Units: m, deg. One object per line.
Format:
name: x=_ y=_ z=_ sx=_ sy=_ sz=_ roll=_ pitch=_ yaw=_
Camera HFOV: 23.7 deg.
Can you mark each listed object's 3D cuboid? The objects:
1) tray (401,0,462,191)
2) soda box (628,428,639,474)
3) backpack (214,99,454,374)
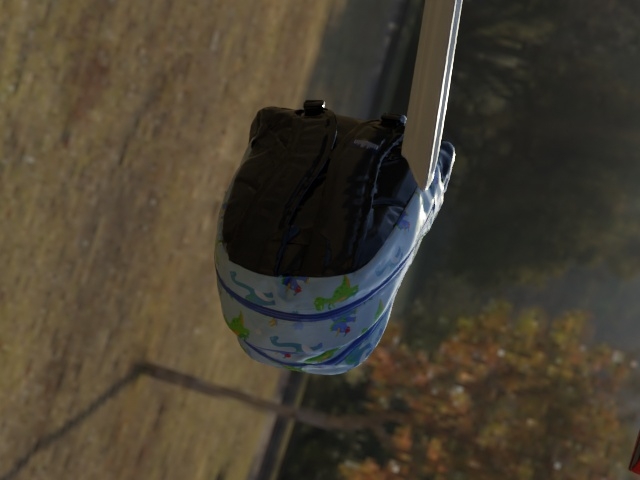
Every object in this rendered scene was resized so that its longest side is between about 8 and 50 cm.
tray: x=0.104 y=-0.182 z=1.345 sx=0.145 sy=0.030 sz=0.270 roll=-49 pitch=148 yaw=-81
soda box: x=0.297 y=0.066 z=1.046 sx=0.263 sy=0.092 sz=0.083 roll=-48 pitch=153 yaw=-48
backpack: x=0.000 y=0.000 z=1.956 sx=0.355 sy=0.290 sz=0.273 roll=-66 pitch=165 yaw=-65
